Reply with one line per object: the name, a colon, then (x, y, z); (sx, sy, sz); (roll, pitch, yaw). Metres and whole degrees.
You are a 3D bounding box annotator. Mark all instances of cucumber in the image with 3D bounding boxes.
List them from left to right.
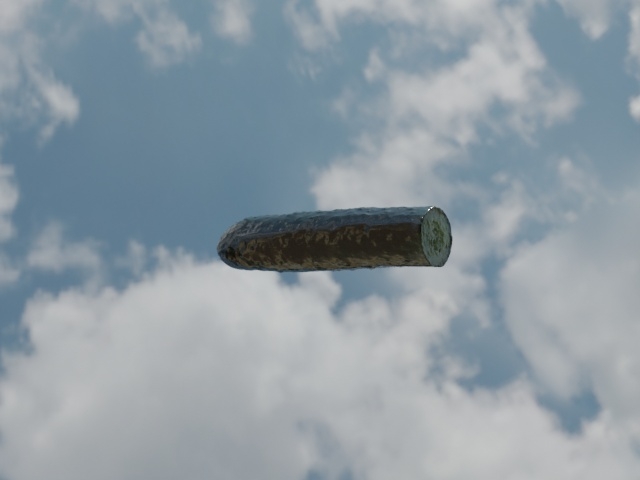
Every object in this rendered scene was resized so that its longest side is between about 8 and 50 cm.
cucumber: (0.000, 0.000, 0.753); (0.133, 0.032, 0.032); (-2, -52, 35)
